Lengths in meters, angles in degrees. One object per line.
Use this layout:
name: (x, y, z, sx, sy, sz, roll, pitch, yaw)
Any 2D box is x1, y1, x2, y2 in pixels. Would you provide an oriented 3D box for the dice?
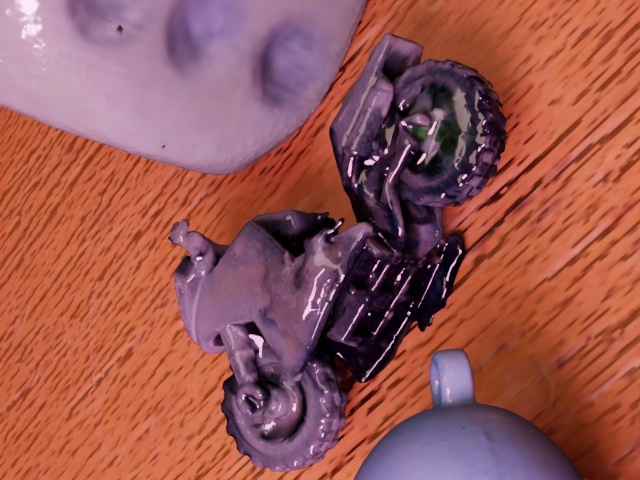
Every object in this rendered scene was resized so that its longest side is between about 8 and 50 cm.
dice: (-0.138, -0.205, 0.894, 0.262, 0.268, 0.265, 25, 95, 44)

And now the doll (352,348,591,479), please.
doll: (0.085, 0.207, 0.657, 0.177, 0.141, 0.314, 122, 139, -78)

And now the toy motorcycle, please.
toy motorcycle: (0.000, 0.000, 0.823, 0.159, 0.106, 0.270, 41, 111, 36)
